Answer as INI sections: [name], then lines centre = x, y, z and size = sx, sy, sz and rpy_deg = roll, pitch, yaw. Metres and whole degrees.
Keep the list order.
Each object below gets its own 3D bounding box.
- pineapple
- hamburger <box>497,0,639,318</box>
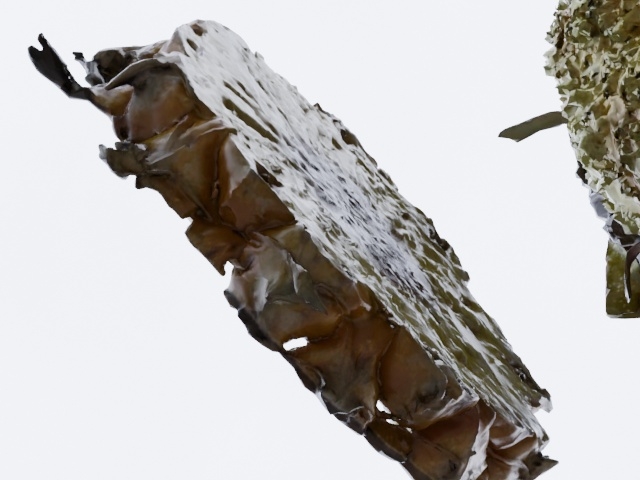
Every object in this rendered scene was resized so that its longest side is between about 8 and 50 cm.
[pineapple]
centre = 0.000, 0.000, 0.572
size = 0.047, 0.221, 0.221
rpy_deg = -43, -83, 9
[hamburger]
centre = 0.190, -0.085, 0.746
size = 0.262, 0.243, 0.139
rpy_deg = -19, -33, 34
